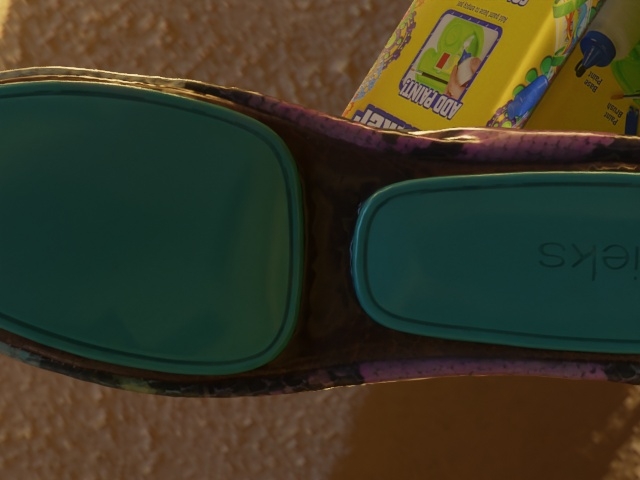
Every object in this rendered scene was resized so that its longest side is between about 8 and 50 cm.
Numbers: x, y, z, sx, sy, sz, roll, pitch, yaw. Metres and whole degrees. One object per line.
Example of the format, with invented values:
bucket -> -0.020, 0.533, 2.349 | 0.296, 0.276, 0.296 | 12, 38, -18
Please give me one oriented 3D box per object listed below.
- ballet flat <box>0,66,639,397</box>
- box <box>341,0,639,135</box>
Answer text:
ballet flat -> 0.000, 0.000, 0.392 | 0.222, 0.079, 0.076 | 3, -89, -2
box -> 0.207, -0.071, 0.882 | 0.290, 0.177, 0.279 | 31, -87, -29
